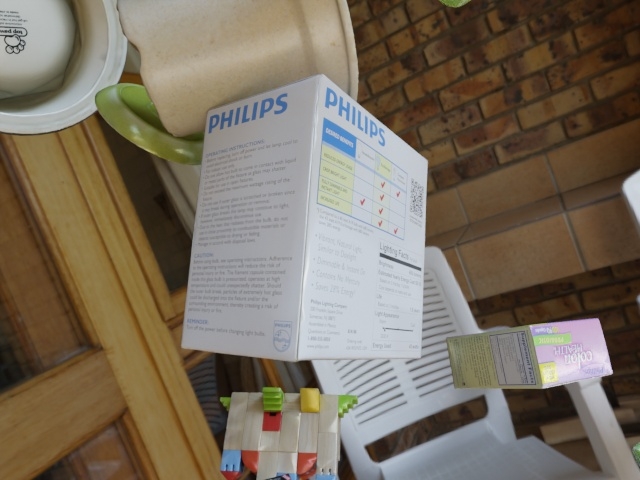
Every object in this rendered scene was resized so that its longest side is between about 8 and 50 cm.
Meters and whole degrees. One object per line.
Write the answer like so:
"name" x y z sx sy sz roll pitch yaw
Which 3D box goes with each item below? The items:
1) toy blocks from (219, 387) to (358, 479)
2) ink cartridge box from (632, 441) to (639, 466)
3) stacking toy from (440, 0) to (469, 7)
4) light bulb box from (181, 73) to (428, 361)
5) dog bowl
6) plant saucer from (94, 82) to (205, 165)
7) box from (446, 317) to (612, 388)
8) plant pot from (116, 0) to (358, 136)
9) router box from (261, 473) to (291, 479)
"toy blocks" -0.097 0.534 1.225 0.380 0.261 0.191 -1 -34 8
"ink cartridge box" 0.443 0.247 0.422 0.207 0.353 0.119 -39 27 1
"stacking toy" 0.029 -0.324 0.444 0.130 0.280 0.309 -39 1 9
"light bulb box" 0.000 0.000 0.771 0.225 0.362 0.357 -3 -13 35
"dog bowl" -0.591 -0.414 0.901 0.150 0.409 0.407 21 32 38
"plant saucer" -0.317 -0.240 0.950 0.037 0.241 0.241 -51 -9 23
"box" 0.439 0.247 1.036 0.213 0.118 0.243 1 -15 -27
"plant pot" -0.141 -0.320 0.789 0.305 0.334 0.334 -21 3 -6
"router box" -0.120 0.559 1.043 0.122 0.092 0.038 -8 39 -12
